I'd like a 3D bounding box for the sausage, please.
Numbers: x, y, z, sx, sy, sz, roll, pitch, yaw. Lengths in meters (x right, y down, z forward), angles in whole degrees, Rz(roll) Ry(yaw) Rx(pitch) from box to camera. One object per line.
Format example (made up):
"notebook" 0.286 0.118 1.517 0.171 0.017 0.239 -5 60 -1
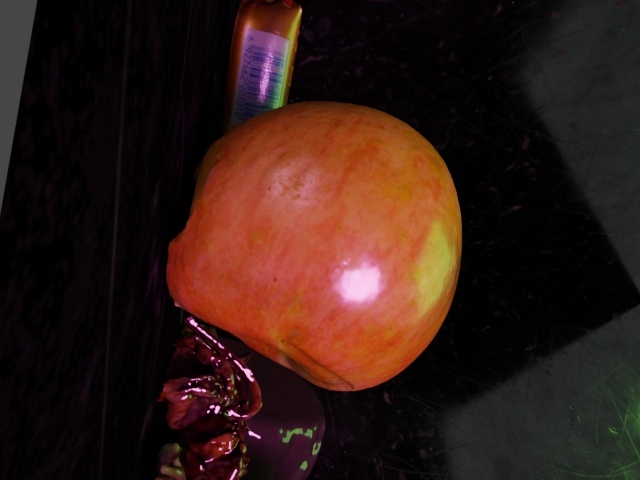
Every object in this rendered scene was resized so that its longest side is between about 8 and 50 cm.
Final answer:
"sausage" -0.107 -0.307 0.746 0.125 0.117 0.317 28 -68 42

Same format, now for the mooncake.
"mooncake" -0.167 0.390 0.934 0.381 0.351 0.212 -101 -149 -83

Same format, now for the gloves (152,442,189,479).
"gloves" -0.217 0.377 0.640 0.144 0.094 0.110 -47 -157 55

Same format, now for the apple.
"apple" 0.000 0.000 0.505 0.339 0.340 0.339 -170 -90 -78

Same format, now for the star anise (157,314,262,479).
"star anise" -0.143 0.238 0.570 0.190 0.126 0.220 -98 -173 -47

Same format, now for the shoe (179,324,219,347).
"shoe" -0.205 0.173 0.694 0.109 0.069 0.072 -140 -145 -66

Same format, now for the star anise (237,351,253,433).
"star anise" -0.207 0.263 0.743 0.144 0.158 0.140 -37 -144 35
